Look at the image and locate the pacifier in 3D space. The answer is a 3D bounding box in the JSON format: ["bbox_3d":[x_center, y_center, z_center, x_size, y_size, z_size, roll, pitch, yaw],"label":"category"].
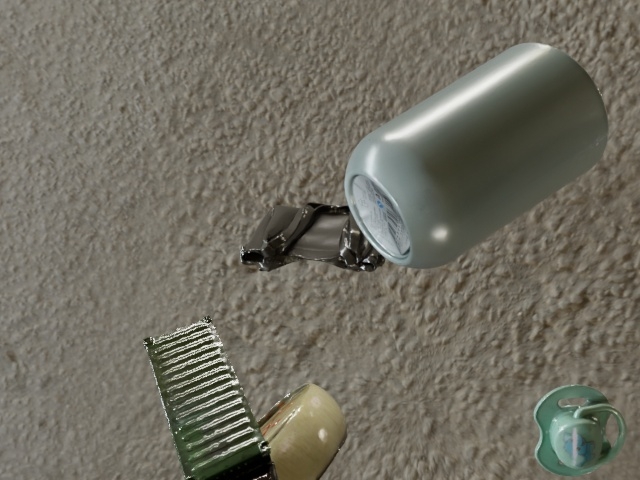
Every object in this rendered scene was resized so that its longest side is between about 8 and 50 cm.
[{"bbox_3d":[0.366,0.263,0.805,0.126,0.117,0.151,-12,104,10],"label":"pacifier"}]

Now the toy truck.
[{"bbox_3d":[-0.100,0.212,0.566,0.088,0.121,0.259,-20,42,-17],"label":"toy truck"}]

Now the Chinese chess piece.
[{"bbox_3d":[-0.067,0.354,0.928,0.250,0.250,0.103,-44,89,-5],"label":"Chinese chess piece"}]

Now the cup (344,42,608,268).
[{"bbox_3d":[0.196,-0.108,0.744,0.312,0.205,0.205,-31,70,-17],"label":"cup"}]

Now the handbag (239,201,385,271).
[{"bbox_3d":[0.000,-0.001,1.123,0.285,0.257,0.114,5,107,10],"label":"handbag"}]
